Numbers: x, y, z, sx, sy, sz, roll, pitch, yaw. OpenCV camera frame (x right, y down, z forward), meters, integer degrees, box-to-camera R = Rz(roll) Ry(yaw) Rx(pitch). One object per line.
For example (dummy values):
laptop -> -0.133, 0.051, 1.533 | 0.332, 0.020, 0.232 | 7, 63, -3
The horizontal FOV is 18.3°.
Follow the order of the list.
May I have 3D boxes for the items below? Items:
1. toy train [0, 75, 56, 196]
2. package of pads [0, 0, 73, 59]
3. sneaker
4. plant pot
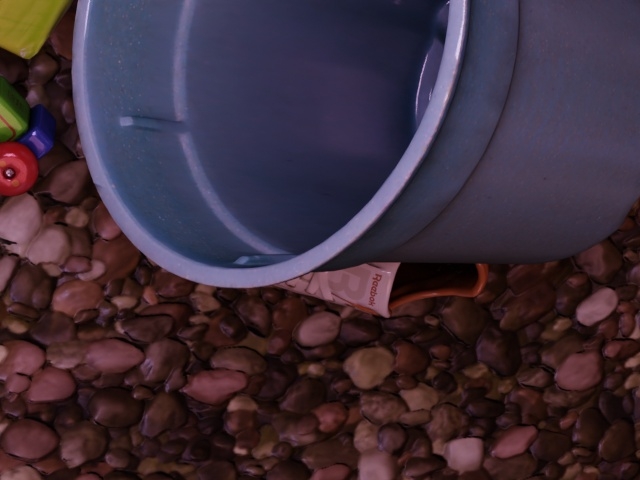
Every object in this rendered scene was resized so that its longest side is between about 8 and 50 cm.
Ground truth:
toy train -> -0.335, -0.052, 1.512 | 0.248, 0.105, 0.143 | -37, 111, 11
package of pads -> -0.220, -0.295, 1.381 | 0.229, 0.101, 0.296 | 26, 113, -25
sneaker -> 0.000, 0.000, 1.602 | 0.290, 0.123, 0.106 | 0, 123, -11
plant pot -> 0.061, -0.123, 1.395 | 0.334, 0.341, 0.341 | 8, 123, -50
